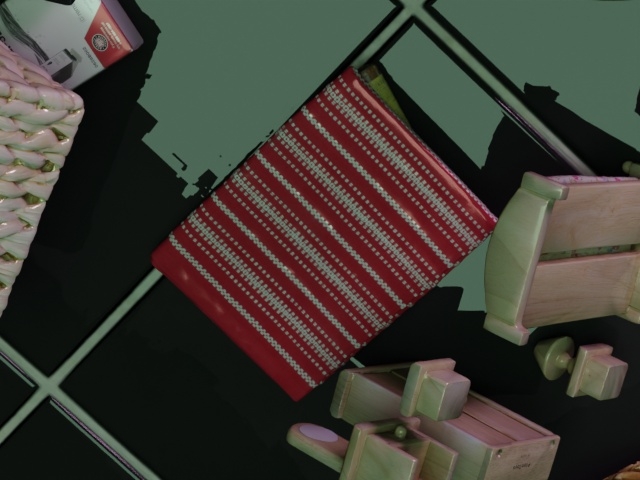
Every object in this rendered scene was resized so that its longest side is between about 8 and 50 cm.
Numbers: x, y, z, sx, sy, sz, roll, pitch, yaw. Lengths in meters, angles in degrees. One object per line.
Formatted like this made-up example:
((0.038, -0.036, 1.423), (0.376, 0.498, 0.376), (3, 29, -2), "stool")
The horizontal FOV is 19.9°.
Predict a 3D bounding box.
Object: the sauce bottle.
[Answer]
((0.061, -0.094, 1.623), (0.042, 0.042, 0.128), (-28, 99, 12), "sauce bottle")

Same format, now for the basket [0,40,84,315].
((-0.426, -0.081, 1.467), (0.331, 0.328, 0.266), (36, 106, 34), "basket")

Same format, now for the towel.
((0.000, 0.000, 1.639), (0.199, 0.031, 0.275), (45, 113, -7), "towel")

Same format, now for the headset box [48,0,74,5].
((-0.294, -0.345, 1.455), (0.246, 0.283, 0.131), (16, 63, 1), "headset box")

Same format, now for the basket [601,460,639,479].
((0.348, 0.342, 1.672), (0.223, 0.213, 0.299), (-28, 111, -34), "basket")

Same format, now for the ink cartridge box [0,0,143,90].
((-0.242, -0.177, 1.619), (0.135, 0.056, 0.099), (-31, 100, 12), "ink cartridge box")

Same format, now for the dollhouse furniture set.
((0.137, 0.019, 1.558), (0.173, 0.303, 0.356), (26, 108, 37), "dollhouse furniture set")
